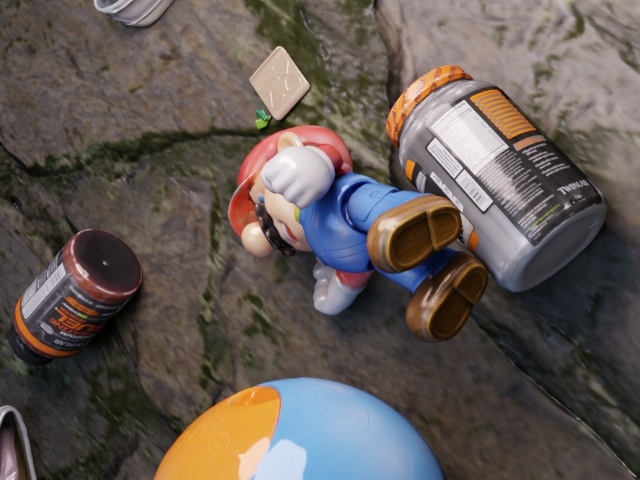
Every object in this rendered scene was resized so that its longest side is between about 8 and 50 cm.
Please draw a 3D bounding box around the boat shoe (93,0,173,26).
[{"bbox_3d":[-0.186,-0.338,1.124,0.227,0.081,0.079,-43,66,31],"label":"boat shoe"}]

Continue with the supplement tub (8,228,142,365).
[{"bbox_3d":[-0.319,0.080,1.226,0.198,0.106,0.106,-43,66,31],"label":"supplement tub"}]

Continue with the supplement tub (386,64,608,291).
[{"bbox_3d":[0.149,-0.059,0.847,0.117,0.117,0.190,-52,61,27],"label":"supplement tub"}]

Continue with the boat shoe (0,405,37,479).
[{"bbox_3d":[-0.428,0.389,1.316,0.103,0.118,0.321,-25,69,40],"label":"boat shoe"}]

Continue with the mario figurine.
[{"bbox_3d":[0.000,0.000,0.899,0.320,0.170,0.198,30,120,56],"label":"mario figurine"}]

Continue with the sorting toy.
[{"bbox_3d":[-0.052,-0.164,1.067,0.083,0.012,0.062,-45,70,26],"label":"sorting toy"}]

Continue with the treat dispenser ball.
[{"bbox_3d":[-0.018,0.271,0.878,0.288,0.288,0.288,1,92,38],"label":"treat dispenser ball"}]
